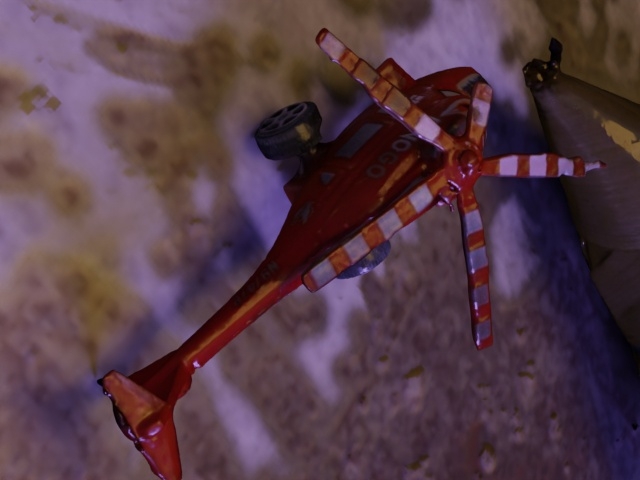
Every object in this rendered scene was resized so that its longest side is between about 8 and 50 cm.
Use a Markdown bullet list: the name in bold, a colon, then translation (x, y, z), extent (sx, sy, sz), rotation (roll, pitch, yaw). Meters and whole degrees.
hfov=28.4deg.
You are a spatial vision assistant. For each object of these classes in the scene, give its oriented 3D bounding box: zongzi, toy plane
- **zongzi**: translation (0.201, -0.025, 0.614), extent (0.228, 0.115, 0.256), rotation (-45, 108, -40)
- **toy plane**: translation (0.004, 0.006, 0.437), extent (0.126, 0.077, 0.194), rotation (41, 70, -32)
